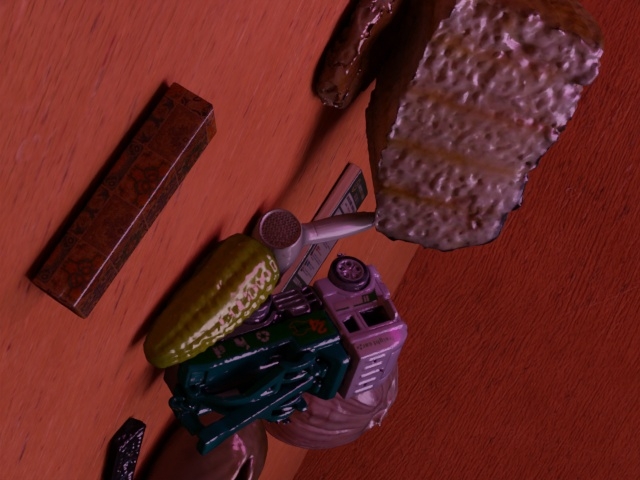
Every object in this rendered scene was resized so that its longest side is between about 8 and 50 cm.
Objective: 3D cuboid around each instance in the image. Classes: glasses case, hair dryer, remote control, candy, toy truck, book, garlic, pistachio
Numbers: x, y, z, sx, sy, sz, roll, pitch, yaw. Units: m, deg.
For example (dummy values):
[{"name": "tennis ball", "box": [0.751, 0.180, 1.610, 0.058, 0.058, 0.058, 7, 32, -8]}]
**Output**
[{"name": "glasses case", "box": [-0.174, -0.036, 1.055, 0.218, 0.049, 0.075, -56, 176, -11]}, {"name": "hair dryer", "box": [0.004, 0.001, 1.701, 0.237, 0.075, 0.206, -18, 161, -16]}, {"name": "remote control", "box": [-0.287, 0.335, 1.666, 0.063, 0.025, 0.245, -48, 166, -41]}, {"name": "candy", "box": [-0.141, 0.081, 1.453, 0.209, 0.097, 0.096, -46, 165, -30]}, {"name": "toy truck", "box": [-0.054, 0.159, 1.623, 0.364, 0.178, 0.176, -19, 147, -30]}, {"name": "book", "box": [0.000, 0.000, 2.057, 0.264, 0.027, 0.202, -57, 169, -5]}, {"name": "garlic", "box": [0.024, 0.280, 2.343, 0.317, 0.259, 0.317, -56, 165, -23]}, {"name": "pistachio", "box": [-0.200, 0.377, 1.880, 0.166, 0.197, 0.288, 34, 101, -37]}]

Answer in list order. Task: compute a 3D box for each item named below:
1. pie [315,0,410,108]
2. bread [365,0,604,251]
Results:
[{"name": "pie", "box": [0.056, -0.256, 1.526, 0.195, 0.046, 0.195, -55, 168, -17]}, {"name": "bread", "box": [0.198, -0.210, 1.665, 0.264, 0.239, 0.395, -98, -153, -53]}]
